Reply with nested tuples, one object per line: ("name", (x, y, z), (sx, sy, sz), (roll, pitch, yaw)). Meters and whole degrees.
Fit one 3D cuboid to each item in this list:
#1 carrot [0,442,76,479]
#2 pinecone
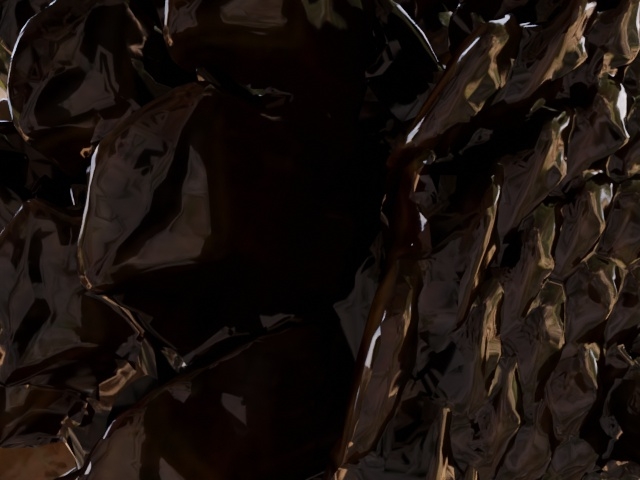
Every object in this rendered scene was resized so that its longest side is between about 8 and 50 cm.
("carrot", (-0.091, 0.097, 1.102), (0.341, 0.224, 0.224), (-31, -59, -8))
("pinecone", (-0.006, -0.003, 0.510), (0.242, 0.296, 0.298), (22, -90, -35))
